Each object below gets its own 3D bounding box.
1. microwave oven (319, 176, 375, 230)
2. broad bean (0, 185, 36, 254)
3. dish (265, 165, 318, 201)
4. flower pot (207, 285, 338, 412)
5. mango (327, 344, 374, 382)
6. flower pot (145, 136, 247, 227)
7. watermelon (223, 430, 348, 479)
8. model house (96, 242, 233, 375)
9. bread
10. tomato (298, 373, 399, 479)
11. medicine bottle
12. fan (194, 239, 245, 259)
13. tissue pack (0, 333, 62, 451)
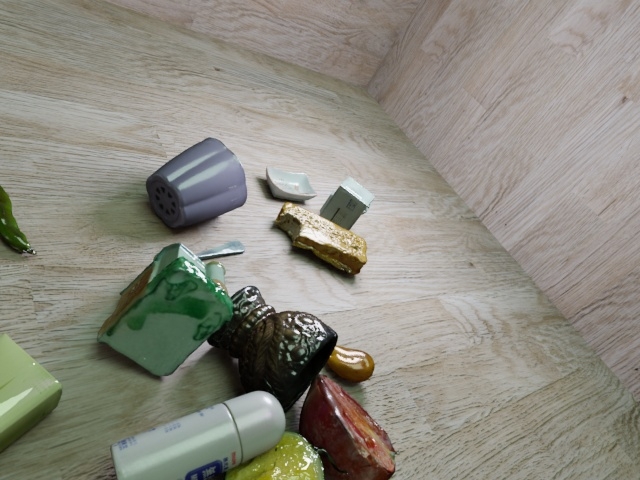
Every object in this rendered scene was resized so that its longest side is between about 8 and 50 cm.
[{"bbox_3d":[0.103,-0.136,1.902,0.162,0.208,0.122,39,33,4],"label":"microwave oven"},{"bbox_3d":[-0.793,-0.058,1.146,0.255,0.046,0.065,51,29,19],"label":"broad bean"},{"bbox_3d":[-0.133,-0.227,1.922,0.212,0.077,0.151,5,42,-38],"label":"dish"},{"bbox_3d":[-0.133,0.267,1.173,0.267,0.267,0.266,35,31,19],"label":"flower pot"},{"bbox_3d":[0.084,0.376,1.375,0.159,0.084,0.105,13,34,3],"label":"mango"},{"bbox_3d":[-0.410,-0.175,1.469,0.265,0.265,0.243,44,44,12],"label":"flower pot"},{"bbox_3d":[-0.093,0.523,0.975,0.232,0.127,0.204,-21,36,-40],"label":"watermelon"},{"bbox_3d":[-0.370,0.126,1.158,0.194,0.267,0.325,44,8,-27],"label":"model house"},{"bbox_3d":[0.000,0.000,1.739,0.380,0.109,0.185,26,39,-13],"label":"bread"},{"bbox_3d":[0.040,0.491,1.119,0.309,0.170,0.309,43,-2,2],"label":"tomato"},{"bbox_3d":[-0.231,0.410,0.925,0.340,0.130,0.130,-13,55,-30],"label":"medicine bottle"},{"bbox_3d":[-0.353,0.040,1.449,0.282,0.023,0.057,-14,59,-51],"label":"fan"},{"bbox_3d":[-0.610,0.301,0.795,0.159,0.125,0.234,39,34,5],"label":"tissue pack"}]
